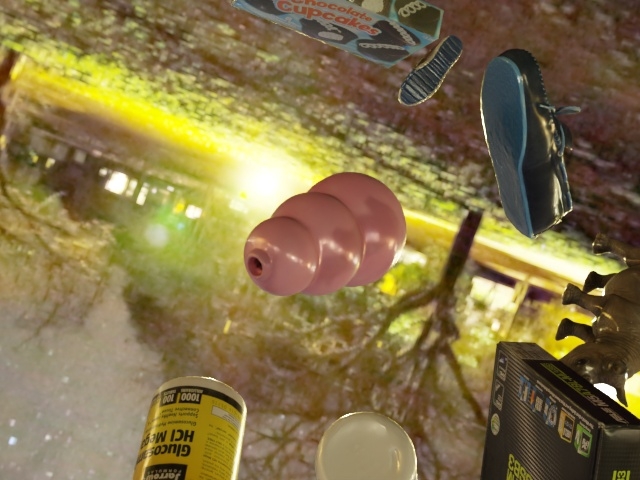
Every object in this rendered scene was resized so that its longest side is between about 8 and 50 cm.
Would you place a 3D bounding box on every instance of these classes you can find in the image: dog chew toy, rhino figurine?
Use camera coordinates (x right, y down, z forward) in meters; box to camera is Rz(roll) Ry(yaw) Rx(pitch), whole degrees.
[{"bbox_3d":[0.000,0.000,1.405,0.206,0.207,0.331,19,-154,35],"label":"dog chew toy"},{"bbox_3d":[0.296,0.084,0.828,0.106,0.243,0.073,15,132,29],"label":"rhino figurine"}]

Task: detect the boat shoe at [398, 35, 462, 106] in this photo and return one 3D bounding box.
[{"bbox_3d":[0.226,-0.350,1.726,0.066,0.183,0.066,46,171,-12],"label":"boat shoe"}]

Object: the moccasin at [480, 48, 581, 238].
[{"bbox_3d":[0.335,-0.162,1.303,0.138,0.116,0.342,56,168,45],"label":"moccasin"}]

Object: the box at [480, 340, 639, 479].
[{"bbox_3d":[0.183,0.196,0.655,0.045,0.184,0.191,5,-169,-11],"label":"box"}]

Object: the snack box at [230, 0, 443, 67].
[{"bbox_3d":[0.026,-0.399,1.411,0.321,0.060,0.187,17,169,-21],"label":"snack box"}]

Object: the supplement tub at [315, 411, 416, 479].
[{"bbox_3d":[0.073,0.348,1.230,0.144,0.144,0.200,20,159,16],"label":"supplement tub"}]

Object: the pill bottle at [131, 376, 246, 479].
[{"bbox_3d":[-0.244,0.431,1.484,0.187,0.188,0.334,21,-137,-16],"label":"pill bottle"}]
